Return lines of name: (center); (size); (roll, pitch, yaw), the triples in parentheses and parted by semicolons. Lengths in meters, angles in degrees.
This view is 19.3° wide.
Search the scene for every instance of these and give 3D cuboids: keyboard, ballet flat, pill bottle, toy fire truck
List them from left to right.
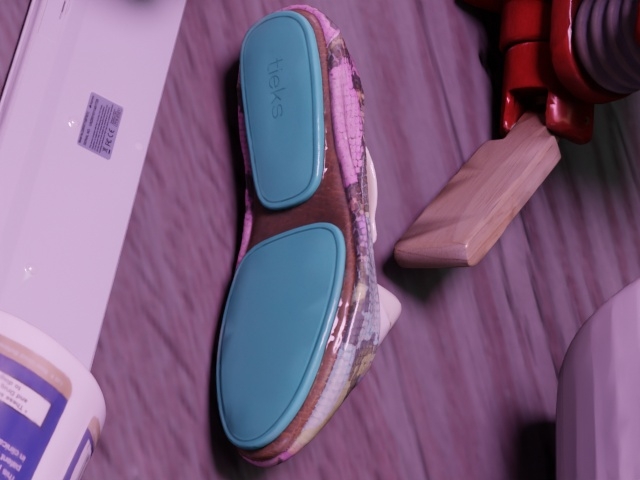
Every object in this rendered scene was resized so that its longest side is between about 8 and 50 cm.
pill bottle: (-0.149, 0.112, 0.667); (0.094, 0.094, 0.169); (36, 53, -20)
keyboard: (-0.107, -0.054, 0.829); (0.072, 0.014, 0.256); (30, 55, -29)
ballet flat: (0.000, 0.000, 0.852); (0.079, 0.077, 0.221); (29, 53, -48)
toy fire truck: (0.140, -0.099, 0.915); (0.158, 0.217, 0.246); (12, 78, -33)

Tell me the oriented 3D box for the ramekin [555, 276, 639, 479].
ramekin: (0.235, 0.105, 0.851); (0.277, 0.277, 0.135); (19, 53, -30)
